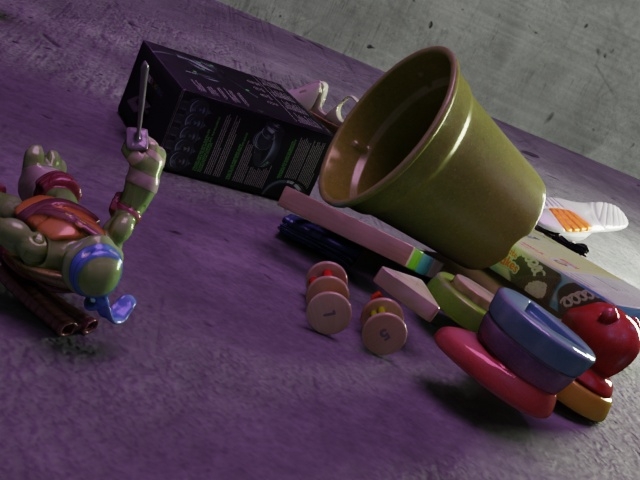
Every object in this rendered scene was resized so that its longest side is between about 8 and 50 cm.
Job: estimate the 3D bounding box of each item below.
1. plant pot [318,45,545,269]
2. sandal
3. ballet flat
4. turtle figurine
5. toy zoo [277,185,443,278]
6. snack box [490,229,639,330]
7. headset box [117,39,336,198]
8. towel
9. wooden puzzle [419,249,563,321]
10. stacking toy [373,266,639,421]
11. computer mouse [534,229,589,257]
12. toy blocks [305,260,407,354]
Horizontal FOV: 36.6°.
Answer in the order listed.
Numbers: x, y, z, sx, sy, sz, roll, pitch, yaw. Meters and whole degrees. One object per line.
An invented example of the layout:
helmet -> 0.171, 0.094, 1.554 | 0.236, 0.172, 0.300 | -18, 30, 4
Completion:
plant pot -> 0.182, -0.097, 1.415 | 0.254, 0.276, 0.276 | 36, 12, -23
sandal -> 0.557, -0.033, 2.128 | 0.265, 0.076, 0.102 | 3, 47, -24
ballet flat -> 0.019, -0.245, 1.952 | 0.342, 0.124, 0.116 | 29, 17, 14
turtle figurine -> -0.257, -0.069, 0.887 | 0.266, 0.198, 0.274 | 19, -36, 52
toy zoo -> 0.069, -0.004, 1.370 | 0.192, 0.030, 0.293 | 26, 1, 16
snack box -> 0.376, 0.058, 1.507 | 0.187, 0.060, 0.322 | 10, 19, -40
headset box -> -0.163, -0.189, 1.532 | 0.283, 0.131, 0.246 | 13, 21, -32
towel -> 0.000, 0.000, 1.365 | 0.119, 0.029, 0.067 | 26, 11, 7
wooden puzzle -> 0.280, 0.085, 1.486 | 0.221, 0.044, 0.239 | 9, 19, -40
stacking toy -> 0.242, 0.084, 1.181 | 0.279, 0.130, 0.309 | 42, 15, 30
computer mouse -> 0.411, -0.007, 1.862 | 0.193, 0.042, 0.106 | 10, 13, -14
toy blocks -> 0.041, 0.072, 1.169 | 0.123, 0.054, 0.148 | 21, 17, -8
